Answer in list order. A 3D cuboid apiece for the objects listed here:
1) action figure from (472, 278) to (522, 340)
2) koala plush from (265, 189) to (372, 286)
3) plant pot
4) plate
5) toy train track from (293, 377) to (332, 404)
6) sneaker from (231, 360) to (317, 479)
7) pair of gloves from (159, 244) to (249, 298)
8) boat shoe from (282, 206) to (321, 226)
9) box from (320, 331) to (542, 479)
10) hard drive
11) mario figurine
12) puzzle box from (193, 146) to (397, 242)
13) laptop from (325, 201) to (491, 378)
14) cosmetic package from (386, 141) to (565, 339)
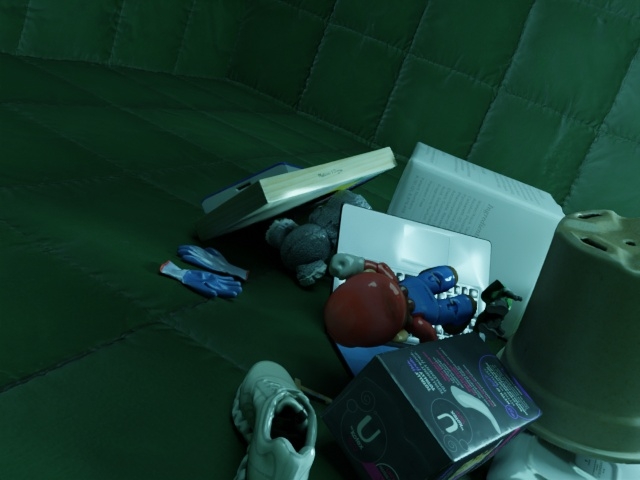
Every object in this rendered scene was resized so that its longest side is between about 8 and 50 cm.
[{"bbox_3d":[0.324,0.128,1.170,0.063,0.137,0.232,26,12,18],"label":"action figure"},{"bbox_3d":[0.000,0.000,1.440,0.221,0.203,0.196,-23,65,-27],"label":"koala plush"},{"bbox_3d":[0.470,0.129,1.038,0.333,0.306,0.334,3,26,-1],"label":"plant pot"},{"bbox_3d":[0.421,0.365,1.000,0.278,0.045,0.277,29,29,17],"label":"plate"},{"bbox_3d":[-0.022,0.236,0.985,0.083,0.014,0.048,25,10,-8],"label":"toy train track"},{"bbox_3d":[-0.050,0.228,0.812,0.110,0.118,0.292,15,18,-13],"label":"sneaker"},{"bbox_3d":[-0.221,0.057,1.256,0.159,0.023,0.198,21,19,-1],"label":"pair of gloves"},{"bbox_3d":[-0.046,-0.064,1.678,0.109,0.094,0.302,18,19,-10],"label":"boat shoe"},{"bbox_3d":[0.161,0.246,0.898,0.270,0.143,0.165,0,45,-49],"label":"box"},{"bbox_3d":[-0.128,-0.119,1.526,0.040,0.210,0.318,67,13,3],"label":"hard drive"},{"bbox_3d":[0.115,0.120,1.072,0.320,0.170,0.198,-1,20,-47],"label":"mario figurine"},{"bbox_3d":[-0.050,-0.105,1.434,0.408,0.272,0.052,-20,86,-43],"label":"puzzle box"},{"bbox_3d":[0.232,0.143,1.202,0.381,0.408,0.236,13,-14,-25],"label":"laptop"},{"bbox_3d":[0.358,-0.016,1.627,0.393,0.328,0.329,23,18,6],"label":"cosmetic package"}]
